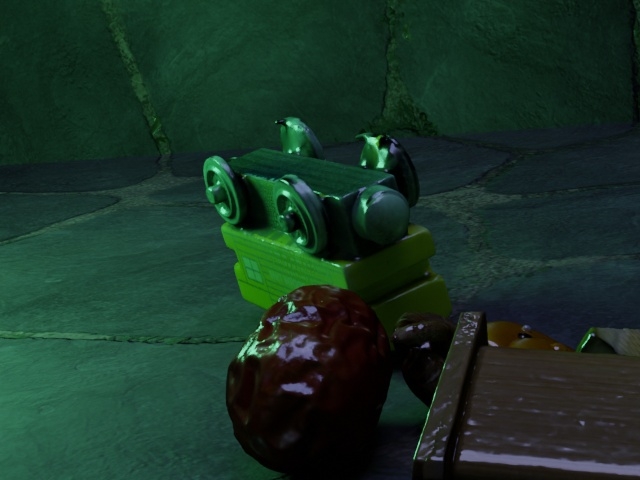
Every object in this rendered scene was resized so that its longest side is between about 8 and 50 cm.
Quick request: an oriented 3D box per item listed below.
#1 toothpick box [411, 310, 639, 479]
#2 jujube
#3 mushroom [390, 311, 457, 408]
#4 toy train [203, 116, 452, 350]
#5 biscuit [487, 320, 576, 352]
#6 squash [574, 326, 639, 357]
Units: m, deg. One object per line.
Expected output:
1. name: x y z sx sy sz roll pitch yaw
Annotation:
1. toothpick box: 0.245 0.186 1.067 0.308 0.187 0.190 3 37 16
2. jujube: -0.011 0.141 1.448 0.174 0.174 0.250 -4 21 10
3. mushroom: 0.124 0.130 1.510 0.080 0.170 0.135 -41 49 9
4. toy train: 0.000 0.000 1.814 0.179 0.272 0.442 -25 20 -22
5. biscuit: 0.233 0.132 1.471 0.170 0.050 0.170 22 17 -7
6. squash: 0.335 0.135 1.406 0.203 0.111 0.288 37 25 1
